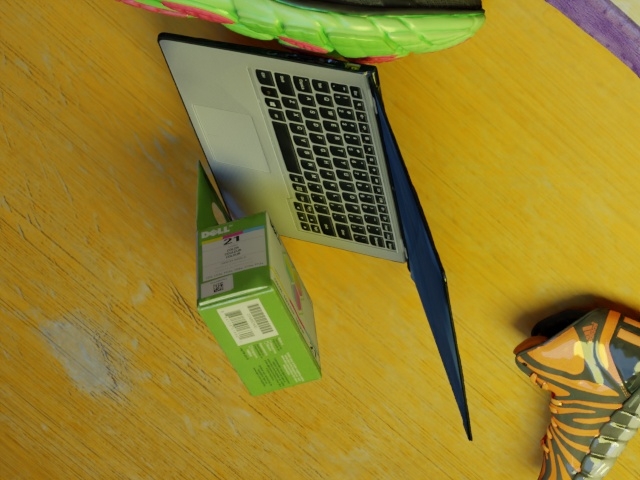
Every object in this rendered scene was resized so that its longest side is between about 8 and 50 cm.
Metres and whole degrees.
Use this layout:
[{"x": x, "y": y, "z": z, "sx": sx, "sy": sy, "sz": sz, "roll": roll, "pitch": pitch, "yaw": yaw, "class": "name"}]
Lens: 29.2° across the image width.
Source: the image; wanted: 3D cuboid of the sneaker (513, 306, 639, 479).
[{"x": 0.313, "y": 0.205, "z": 1.576, "sx": 0.180, "sy": 0.124, "sz": 0.321, "roll": 31, "pitch": 122, "yaw": 8, "class": "sneaker"}]

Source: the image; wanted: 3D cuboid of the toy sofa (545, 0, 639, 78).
[{"x": 0.328, "y": -0.203, "z": 1.196, "sx": 0.362, "sy": 0.150, "sz": 0.177, "roll": 42, "pitch": 133, "yaw": 2, "class": "toy sofa"}]

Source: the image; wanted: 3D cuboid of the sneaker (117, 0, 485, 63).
[{"x": -0.047, "y": -0.313, "z": 1.294, "sx": 0.482, "sy": 0.185, "sz": 0.202, "roll": 15, "pitch": 92, "yaw": -6, "class": "sneaker"}]

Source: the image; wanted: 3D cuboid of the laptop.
[{"x": 0.000, "y": 0.000, "z": 1.406, "sx": 0.407, "sy": 0.236, "sz": 0.382, "roll": 13, "pitch": 150, "yaw": 19, "class": "laptop"}]

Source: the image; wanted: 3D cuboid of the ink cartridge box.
[{"x": -0.080, "y": 0.033, "z": 1.535, "sx": 0.097, "sy": 0.255, "sz": 0.189, "roll": -15, "pitch": 136, "yaw": 10, "class": "ink cartridge box"}]
